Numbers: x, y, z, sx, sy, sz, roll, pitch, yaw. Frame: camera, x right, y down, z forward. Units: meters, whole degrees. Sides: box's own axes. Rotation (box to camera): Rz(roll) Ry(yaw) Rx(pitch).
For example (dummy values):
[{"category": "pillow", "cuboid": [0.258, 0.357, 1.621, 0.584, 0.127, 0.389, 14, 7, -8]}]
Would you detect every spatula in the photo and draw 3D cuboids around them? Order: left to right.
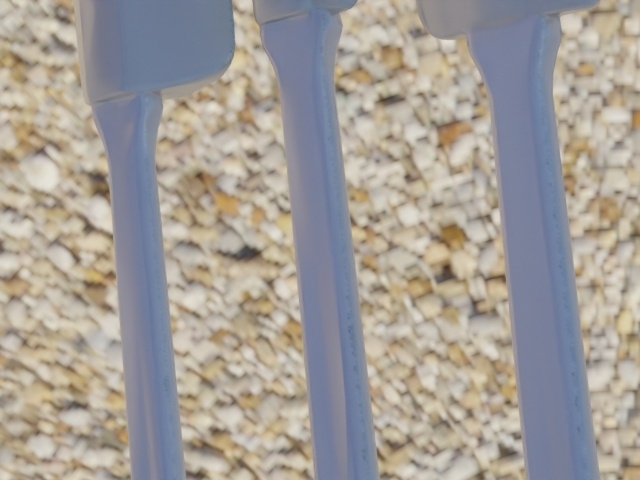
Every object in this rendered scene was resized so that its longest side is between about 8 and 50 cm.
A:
[{"category": "spatula", "cuboid": [0.000, 0.000, 0.431, 0.168, 0.019, 0.242, -8, 87, 43]}]
